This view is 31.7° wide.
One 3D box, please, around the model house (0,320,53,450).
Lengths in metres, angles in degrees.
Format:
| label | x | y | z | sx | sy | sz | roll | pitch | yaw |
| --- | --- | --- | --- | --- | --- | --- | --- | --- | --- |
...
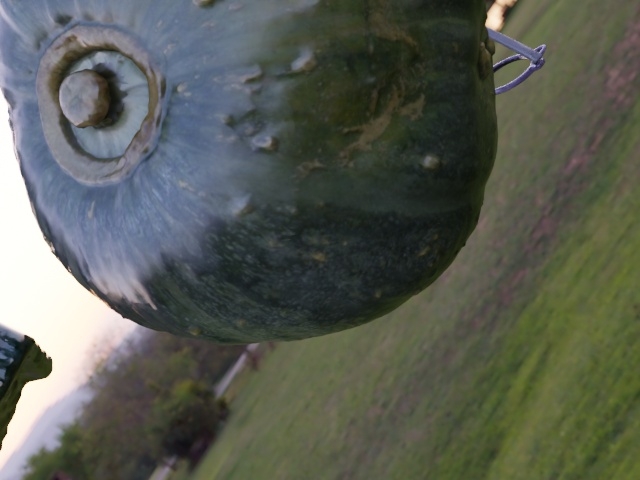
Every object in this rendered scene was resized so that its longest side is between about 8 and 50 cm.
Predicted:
| label | x | y | z | sx | sy | sz | roll | pitch | yaw |
| --- | --- | --- | --- | --- | --- | --- | --- | --- | --- |
| model house | -0.536 | 0.125 | 1.132 | 0.399 | 0.446 | 0.395 | -63 | -3 | 11 |

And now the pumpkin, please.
| label | x | y | z | sx | sy | sz | roll | pitch | yaw |
| --- | --- | --- | --- | --- | --- | --- | --- | --- | --- |
| pumpkin | -0.038 | -0.111 | 0.665 | 0.257 | 0.292 | 0.327 | -22 | -61 | -55 |

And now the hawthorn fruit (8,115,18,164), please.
| label | x | y | z | sx | sy | sz | roll | pitch | yaw |
| --- | --- | --- | --- | --- | --- | --- | --- | --- | --- |
| hawthorn fruit | -0.119 | -0.097 | 0.968 | 0.272 | 0.241 | 0.242 | -30 | 4 | -1 |

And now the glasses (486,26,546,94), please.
| label | x | y | z | sx | sy | sz | roll | pitch | yaw |
| --- | --- | --- | --- | --- | --- | --- | --- | --- | --- |
| glasses | 0.108 | -0.173 | 0.950 | 0.140 | 0.103 | 0.062 | -3 | 41 | 49 |
